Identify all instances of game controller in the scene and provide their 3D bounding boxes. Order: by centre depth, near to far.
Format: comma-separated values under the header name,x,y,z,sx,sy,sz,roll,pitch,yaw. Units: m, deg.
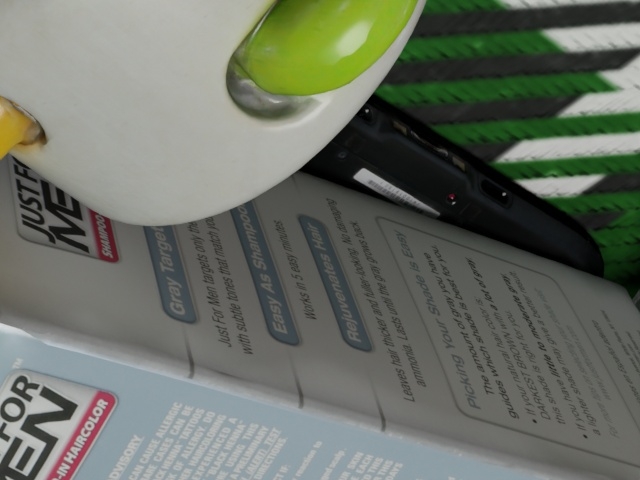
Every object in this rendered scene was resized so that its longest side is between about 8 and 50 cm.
name,x,y,z,sx,sy,sz,roll,pitch,yaw
game controller,0.000,0.000,0.864,0.319,0.067,0.166,29,115,-33

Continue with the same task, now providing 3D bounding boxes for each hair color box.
name,x,y,z,sx,sy,sz,roll,pitch,yaw
hair color box,-0.001,0.066,0.751,0.374,0.185,0.113,19,119,-28

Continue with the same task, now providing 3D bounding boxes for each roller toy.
name,x,y,z,sx,sy,sz,roll,pitch,yaw
roller toy,-0.069,-0.116,0.614,0.209,0.191,0.146,-27,134,28

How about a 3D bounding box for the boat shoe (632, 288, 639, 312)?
name,x,y,z,sx,sy,sz,roll,pitch,yaw
boat shoe,0.209,-0.007,0.865,0.063,0.066,0.184,31,132,-16
